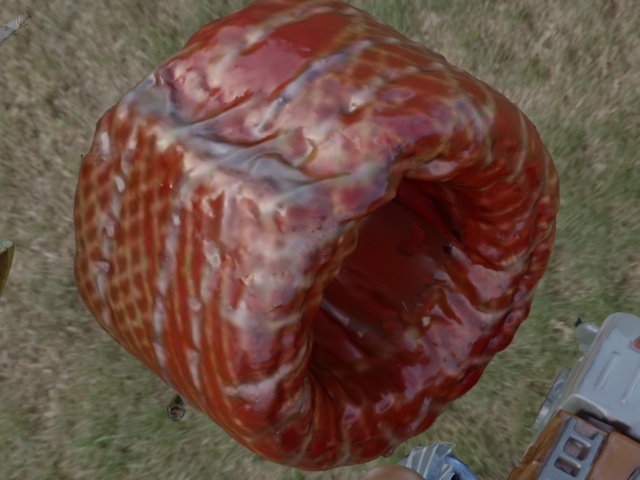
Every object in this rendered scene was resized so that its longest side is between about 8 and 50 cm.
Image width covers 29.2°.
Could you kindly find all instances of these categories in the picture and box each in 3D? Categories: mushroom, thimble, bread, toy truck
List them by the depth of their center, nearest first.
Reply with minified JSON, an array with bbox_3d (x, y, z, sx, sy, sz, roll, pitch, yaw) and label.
[{"bbox_3d":[0.000,0.000,0.946,0.230,0.350,0.350,38,87,34],"label":"thimble"},{"bbox_3d":[0.214,0.240,0.997,0.173,0.207,0.387,27,60,13],"label":"toy truck"},{"bbox_3d":[-0.342,-0.207,1.286,0.101,0.049,0.019,-47,107,-23],"label":"mushroom"},{"bbox_3d":[-0.468,0.049,1.676,0.054,0.154,0.136,30,70,19],"label":"bread"}]

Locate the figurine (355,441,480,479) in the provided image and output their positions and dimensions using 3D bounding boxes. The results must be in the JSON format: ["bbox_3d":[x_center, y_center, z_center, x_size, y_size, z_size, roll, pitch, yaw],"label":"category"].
[{"bbox_3d":[0.111,0.426,1.811,0.277,0.388,0.248,-31,88,24],"label":"figurine"}]

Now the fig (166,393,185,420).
[{"bbox_3d":[-0.107,0.106,1.323,0.124,0.124,0.236,22,55,4],"label":"fig"}]
